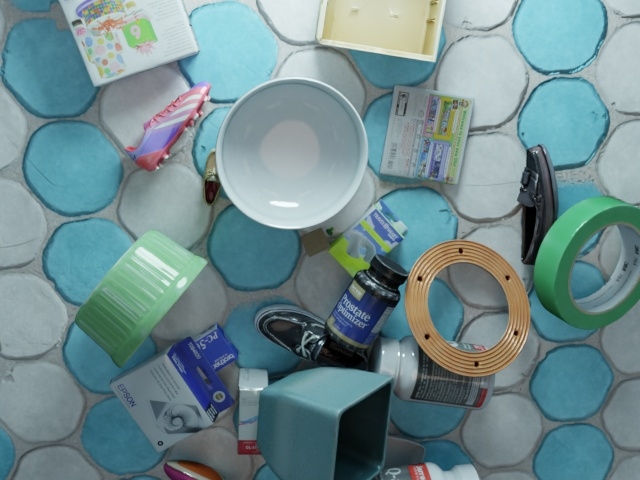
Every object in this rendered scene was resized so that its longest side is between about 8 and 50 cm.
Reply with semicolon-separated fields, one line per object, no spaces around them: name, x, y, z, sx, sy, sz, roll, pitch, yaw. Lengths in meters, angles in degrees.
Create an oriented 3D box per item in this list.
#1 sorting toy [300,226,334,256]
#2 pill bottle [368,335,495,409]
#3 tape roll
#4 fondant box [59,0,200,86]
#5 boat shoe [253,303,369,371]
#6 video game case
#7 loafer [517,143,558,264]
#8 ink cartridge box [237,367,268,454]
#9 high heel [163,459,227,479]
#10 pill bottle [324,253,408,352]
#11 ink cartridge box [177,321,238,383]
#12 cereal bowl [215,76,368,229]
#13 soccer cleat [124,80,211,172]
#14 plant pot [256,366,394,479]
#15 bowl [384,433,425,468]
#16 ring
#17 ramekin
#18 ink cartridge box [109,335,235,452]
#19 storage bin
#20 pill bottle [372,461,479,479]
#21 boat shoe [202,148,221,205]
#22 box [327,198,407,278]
sorting toy;0.000;0.000;1.780;0.083;0.012;0.062;-24;66;1
pill bottle;0.270;0.321;1.824;0.283;0.161;0.161;9;103;-8
tape roll;0.668;0.056;1.787;0.321;0.077;0.321;-9;112;-22
fondant box;-0.427;-0.525;1.582;0.238;0.096;0.330;-19;104;0
boat shoe;-0.020;0.248;1.808;0.301;0.102;0.108;25;101;-11
video game case;0.251;-0.248;1.751;0.193;0.023;0.212;8;102;-7
loafer;0.517;-0.077;1.779;0.095;0.109;0.302;-12;108;2
ink cartridge box;-0.167;0.419;1.824;0.072;0.127;0.175;2;104;-5
high heel;-0.264;0.701;1.881;0.377;0.127;0.181;33;88;-15
pill bottle;0.113;0.147;1.756;0.123;0.123;0.219;28;104;-11
ink cartridge box;-0.314;0.300;1.823;0.207;0.046;0.097;-32;106;3
cereal bowl;-0.066;-0.201;1.672;0.339;0.141;0.339;-1;104;-4
soccer cleat;-0.340;-0.267;1.665;0.095;0.083;0.248;36;101;-8
plant pot;-0.007;0.425;1.713;0.252;0.248;0.247;15;107;32
bowl;0.189;0.570;1.934;0.142;0.053;0.142;16;102;-10
ring;0.353;0.162;1.784;0.336;0.032;0.336;5;72;-16
ramekin;-0.403;0.119;1.647;0.148;0.303;0.303;40;98;-6
ink cartridge box;-0.355;0.375;1.791;0.224;0.045;0.223;-30;107;2
storage bin;0.136;-0.542;1.615;0.260;0.123;0.262;7;104;-7
pill bottle;0.210;0.664;1.825;0.363;0.210;0.210;-8;105;-3
boat shoe;-0.247;-0.144;1.718;0.050;0.045;0.135;5;104;-7
box;0.116;-0.001;1.790;0.178;0.042;0.109;-42;104;7
